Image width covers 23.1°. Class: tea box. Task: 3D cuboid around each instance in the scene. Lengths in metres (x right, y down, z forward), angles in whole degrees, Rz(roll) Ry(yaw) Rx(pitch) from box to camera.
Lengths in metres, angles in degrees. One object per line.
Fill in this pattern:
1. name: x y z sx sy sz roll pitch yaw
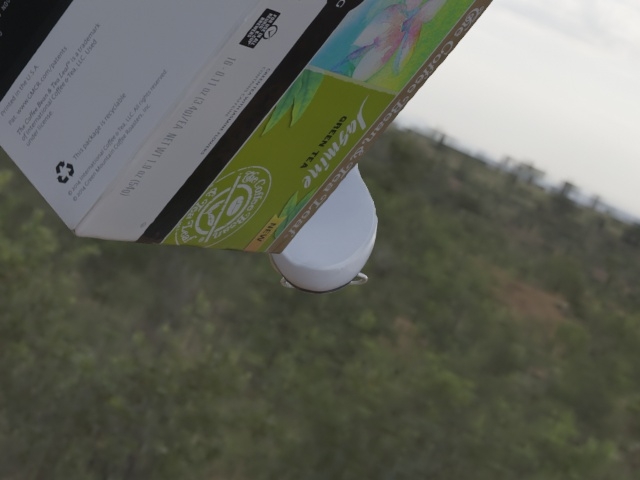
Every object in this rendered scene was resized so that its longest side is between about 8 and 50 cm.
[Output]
1. tea box: -0.079 -0.182 1.319 0.220 0.329 0.323 48 20 22

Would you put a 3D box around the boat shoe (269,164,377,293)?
1. boat shoe: -0.009 -0.001 1.964 0.136 0.156 0.367 1 29 -5
